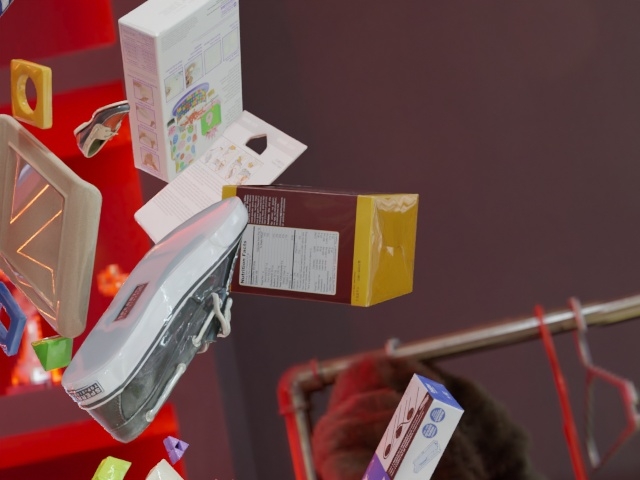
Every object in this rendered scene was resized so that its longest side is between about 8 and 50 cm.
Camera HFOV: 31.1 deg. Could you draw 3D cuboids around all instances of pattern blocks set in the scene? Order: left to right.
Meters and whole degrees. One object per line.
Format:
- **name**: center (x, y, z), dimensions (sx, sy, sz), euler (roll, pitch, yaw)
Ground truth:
- **pattern blocks set**: center (-0.240, 0.446, 1.807), dimensions (0.285, 0.325, 0.026), euler (41, -57, -19)

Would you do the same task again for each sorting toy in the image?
- **sorting toy**: center (-0.291, -0.020, 1.219), dimensions (0.047, 0.196, 0.347), euler (-14, -53, -42)

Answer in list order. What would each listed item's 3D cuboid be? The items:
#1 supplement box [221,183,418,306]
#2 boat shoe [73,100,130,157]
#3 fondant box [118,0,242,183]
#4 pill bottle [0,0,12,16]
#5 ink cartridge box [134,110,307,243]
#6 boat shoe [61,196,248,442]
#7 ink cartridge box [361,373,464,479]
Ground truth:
- **supplement box**: center (0.000, 0.000, 1.425), dimensions (0.194, 0.129, 0.191), euler (5, 5, 20)
- **boat shoe**: center (-0.318, -0.165, 1.692), dimensions (0.049, 0.043, 0.137), euler (-13, -10, -44)
- **fondant box**: center (-0.254, -0.308, 2.154), dimensions (0.238, 0.096, 0.330), euler (-45, -32, -39)
- **pill bottle**: center (-0.498, -0.265, 1.409), dimensions (0.153, 0.264, 0.153), euler (18, -31, 12)
- **ink cartridge box**: center (-0.149, -0.069, 1.804), dimensions (0.261, 0.066, 0.296), euler (-43, 27, -5)
- **boat shoe**: center (-0.147, 0.078, 1.213), dimensions (0.113, 0.306, 0.105), euler (-17, -60, 36)
- **ink cartridge box**: center (0.100, 0.276, 1.413), dimensions (0.046, 0.207, 0.097), euler (23, 7, -13)
